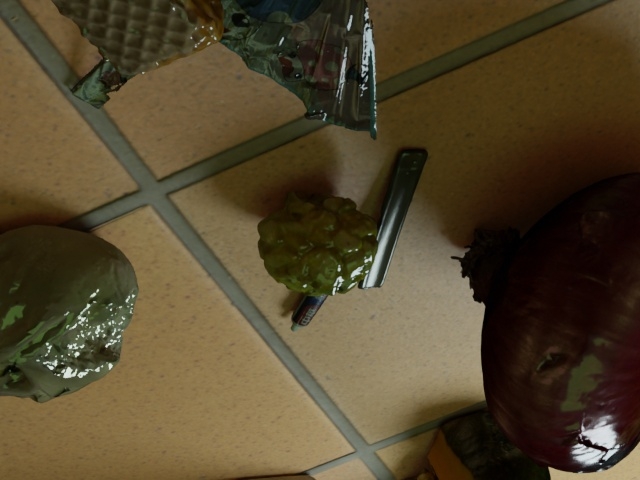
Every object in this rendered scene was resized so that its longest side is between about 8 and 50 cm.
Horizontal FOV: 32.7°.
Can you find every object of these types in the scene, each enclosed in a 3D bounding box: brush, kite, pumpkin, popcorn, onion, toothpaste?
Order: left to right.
[{"bbox_3d":[-0.085,-0.184,0.818,0.406,0.014,0.368,30,140,-28],"label":"kite"},{"bbox_3d":[-0.003,0.058,1.232,0.037,0.021,0.140,4,135,-31],"label":"toothpaste"},{"bbox_3d":[0.000,0.000,1.101,0.120,0.116,0.106,-30,-176,22],"label":"popcorn"},{"bbox_3d":[0.072,-0.024,1.156,0.034,0.027,0.190,-4,133,-22],"label":"brush"},{"bbox_3d":[0.197,0.365,1.591,0.280,0.139,0.190,-29,145,11],"label":"pumpkin"},{"bbox_3d":[0.279,0.072,1.192,0.347,0.285,0.347,-42,148,-34],"label":"onion"}]

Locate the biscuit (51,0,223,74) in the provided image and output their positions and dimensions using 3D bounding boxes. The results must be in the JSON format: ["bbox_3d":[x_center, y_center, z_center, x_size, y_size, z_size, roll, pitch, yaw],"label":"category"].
[{"bbox_3d":[-0.197,-0.249,0.692,0.094,0.054,0.379,-12,140,28],"label":"biscuit"}]

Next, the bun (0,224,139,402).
[{"bbox_3d":[-0.289,0.087,1.085,0.237,0.116,0.210,-24,142,11],"label":"bun"}]

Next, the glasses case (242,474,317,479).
[{"bbox_3d":[-0.040,0.488,1.495,0.144,0.336,0.076,-1,140,-20],"label":"glasses case"}]
